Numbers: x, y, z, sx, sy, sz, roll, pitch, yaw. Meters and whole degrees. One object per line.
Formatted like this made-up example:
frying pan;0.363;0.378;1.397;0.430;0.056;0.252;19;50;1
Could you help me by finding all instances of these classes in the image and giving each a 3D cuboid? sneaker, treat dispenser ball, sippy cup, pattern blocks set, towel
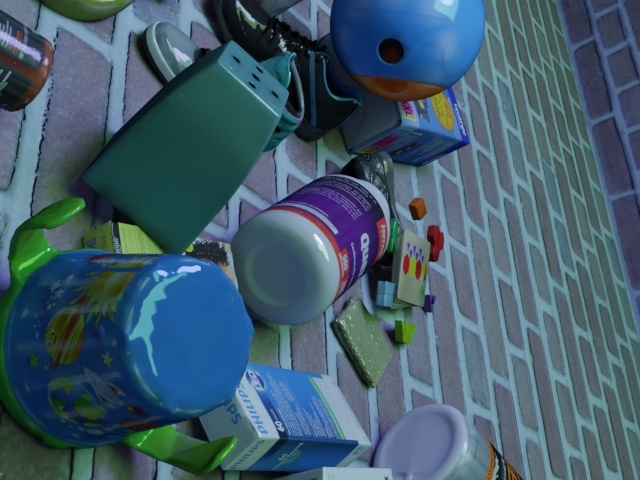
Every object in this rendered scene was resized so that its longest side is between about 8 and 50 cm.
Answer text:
sneaker;-0.129;-0.265;1.400;0.295;0.178;0.123;42;39;-34
treat dispenser ball;0.161;-0.404;1.620;0.288;0.288;0.288;35;43;-41
sneaker;0.088;-0.056;1.695;0.130;0.087;0.227;-12;97;-36
sippy cup;-0.203;0.110;0.949;0.305;0.224;0.240;28;62;-38
sneaker;-0.055;-0.347;1.604;0.341;0.140;0.125;48;39;-26
pattern blocks set;0.176;0.059;1.708;0.325;0.026;0.285;39;58;-62
towel;0.076;0.181;1.567;0.148;0.027;0.110;60;33;-13

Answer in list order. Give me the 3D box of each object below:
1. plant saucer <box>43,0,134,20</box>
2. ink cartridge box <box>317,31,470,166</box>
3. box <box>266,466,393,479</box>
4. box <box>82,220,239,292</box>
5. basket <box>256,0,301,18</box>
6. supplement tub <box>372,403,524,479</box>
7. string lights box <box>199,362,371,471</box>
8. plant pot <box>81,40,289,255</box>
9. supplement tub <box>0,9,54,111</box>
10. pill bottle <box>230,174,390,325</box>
plant saucer;-0.315;-0.430;1.229;0.241;0.037;0.240;-28;128;-42
ink cartridge box;0.184;-0.324;1.950;0.395;0.151;0.269;3;68;-58
box;0.025;0.423;1.241;0.182;0.119;0.180;20;53;-50
box;-0.212;0.036;1.193;0.232;0.058;0.087;10;62;-53
basket;-0.028;-0.647;1.665;0.266;0.328;0.331;52;34;-19
supplement tub;0.249;0.442;1.499;0.316;0.194;0.193;49;35;-28
string lights box;-0.053;0.252;1.235;0.260;0.077;0.133;20;31;-50
plant pot;-0.162;-0.137;1.156;0.165;0.234;0.165;41;25;-15
supplement tub;-0.419;-0.237;1.011;0.198;0.106;0.106;31;46;-45
pill bottle;0.000;0.000;1.420;0.181;0.182;0.323;63;32;-6
